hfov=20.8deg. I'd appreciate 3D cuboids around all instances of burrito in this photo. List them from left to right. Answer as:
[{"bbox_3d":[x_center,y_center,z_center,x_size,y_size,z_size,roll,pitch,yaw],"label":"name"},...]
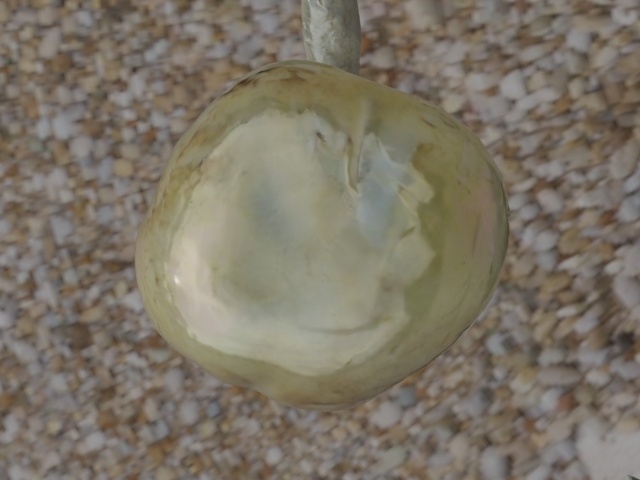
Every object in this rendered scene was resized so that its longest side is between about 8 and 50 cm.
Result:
[{"bbox_3d":[0.013,-0.187,1.777,0.059,0.082,0.275,4,132,13],"label":"burrito"}]

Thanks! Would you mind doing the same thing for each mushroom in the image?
[{"bbox_3d":[0.000,0.000,0.677,0.148,0.112,0.148,-2,107,-8],"label":"mushroom"}]

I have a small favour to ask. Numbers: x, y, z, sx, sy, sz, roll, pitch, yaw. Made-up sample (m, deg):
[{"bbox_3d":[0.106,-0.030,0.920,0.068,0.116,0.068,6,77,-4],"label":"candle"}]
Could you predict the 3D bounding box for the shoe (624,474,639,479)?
[{"bbox_3d":[0.192,0.281,1.337,0.110,0.095,0.265,42,111,-10],"label":"shoe"}]
